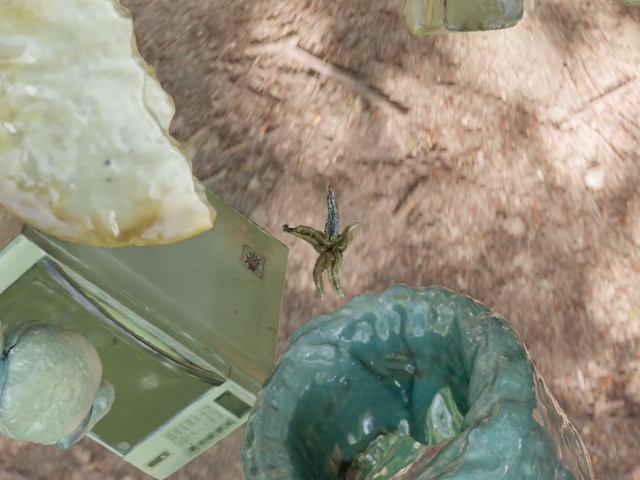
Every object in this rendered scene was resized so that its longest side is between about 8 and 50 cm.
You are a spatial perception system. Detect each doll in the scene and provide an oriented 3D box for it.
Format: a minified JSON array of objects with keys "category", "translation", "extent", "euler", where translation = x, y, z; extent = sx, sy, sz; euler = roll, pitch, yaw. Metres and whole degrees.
[{"category":"doll","translation":[-0.235,0.117,1.268],"extent":[0.071,0.214,0.104],"euler":[13,76,27]}]

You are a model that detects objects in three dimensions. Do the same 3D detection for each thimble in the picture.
[{"category":"thimble","translation":[0.055,0.137,0.938],"extent":[0.198,0.235,0.143],"euler":[-32,122,-1]}]

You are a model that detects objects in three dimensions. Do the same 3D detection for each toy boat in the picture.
[{"category":"toy boat","translation":[0.145,-0.291,1.469],"extent":[0.116,0.061,0.188],"euler":[-9,108,-29]}]

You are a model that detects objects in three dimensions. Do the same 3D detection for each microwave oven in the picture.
[{"category":"microwave oven","translation":[-0.272,0.066,1.946],"extent":[0.394,0.333,0.247],"euler":[38,126,-27]}]

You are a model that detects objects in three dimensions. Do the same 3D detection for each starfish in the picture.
[{"category":"starfish","translation":[0.005,-0.001,1.865],"extent":[0.041,0.130,0.133],"euler":[13,96,-40]}]

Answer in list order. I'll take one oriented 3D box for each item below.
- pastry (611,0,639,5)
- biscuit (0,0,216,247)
[{"category":"pastry","translation":[0.347,-0.337,1.333],"extent":[0.329,0.136,0.330],"euler":[-6,80,36]},{"category":"biscuit","translation":[-0.233,-0.116,1.355],"extent":[0.204,0.040,0.309],"euler":[-17,119,13]}]
